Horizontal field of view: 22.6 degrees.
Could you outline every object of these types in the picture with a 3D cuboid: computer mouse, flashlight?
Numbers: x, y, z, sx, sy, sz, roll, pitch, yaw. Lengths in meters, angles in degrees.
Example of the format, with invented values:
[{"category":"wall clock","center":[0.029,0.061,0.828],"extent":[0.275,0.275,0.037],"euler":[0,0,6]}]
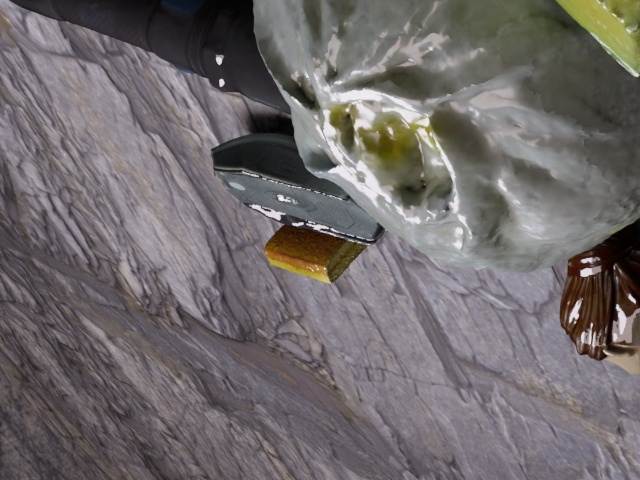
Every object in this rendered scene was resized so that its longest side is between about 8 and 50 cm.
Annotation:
[{"category":"computer mouse","center":[-0.011,-0.064,1.666],"extent":[0.231,0.071,0.126],"euler":[15,161,27]},{"category":"flashlight","center":[-0.151,-0.214,1.563],"extent":[0.424,0.103,0.103],"euler":[22,151,33]}]

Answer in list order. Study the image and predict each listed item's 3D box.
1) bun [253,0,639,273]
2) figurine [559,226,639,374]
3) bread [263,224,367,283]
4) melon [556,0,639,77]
[{"category":"bun","center":[0.099,-0.127,1.187],"extent":[0.362,0.211,0.362],"euler":[36,152,23]},{"category":"figurine","center":[0.340,0.105,1.372],"extent":[0.315,0.187,0.168],"euler":[29,160,40]},{"category":"bread","center":[0.000,0.000,1.733],"extent":[0.094,0.090,0.035],"euler":[17,144,40]},{"category":"melon","center":[0.140,-0.267,0.973],"extent":[0.323,0.124,0.196],"euler":[43,115,9]}]
